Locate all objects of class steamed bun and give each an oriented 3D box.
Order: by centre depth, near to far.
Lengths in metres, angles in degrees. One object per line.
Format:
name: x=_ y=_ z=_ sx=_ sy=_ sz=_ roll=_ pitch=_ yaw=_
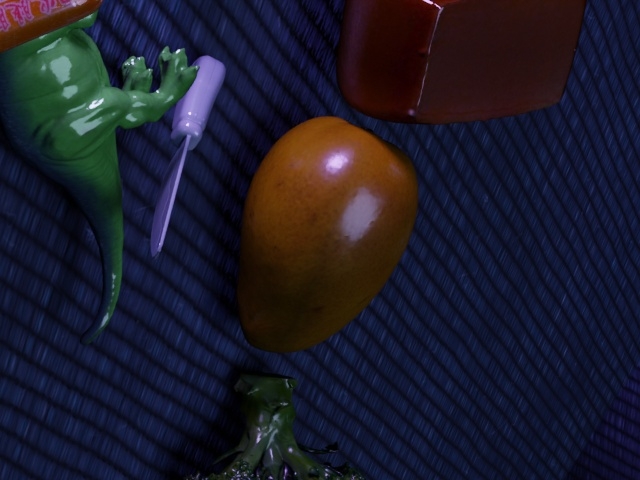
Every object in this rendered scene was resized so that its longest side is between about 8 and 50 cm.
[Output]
steamed bun: x=0.179 y=-0.296 z=1.898 sx=0.379 sy=0.248 sz=0.235 roll=-14 pitch=125 yaw=-37

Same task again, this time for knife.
knife: x=-0.171 y=-0.095 z=1.624 sx=0.080 sy=0.044 sz=0.331 roll=-43 pitch=-154 yaw=46

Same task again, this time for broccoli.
broccoli: x=-0.062 y=0.353 z=2.072 sx=0.297 sy=0.298 sz=0.297 roll=3 pitch=90 yaw=-54

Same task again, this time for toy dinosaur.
toy dinosaur: x=-0.321 y=-0.095 z=1.492 sx=0.374 sy=0.144 sz=0.500 roll=-1 pitch=110 yaw=-47

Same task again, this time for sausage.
sausage: x=-0.363 y=-0.191 z=1.331 sx=0.348 sy=0.053 sz=0.053 roll=-24 pitch=138 yaw=-7

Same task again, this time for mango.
mango: x=0.000 y=0.000 z=1.919 sx=0.264 sy=0.221 sz=0.378 roll=-19 pitch=139 yaw=-51
